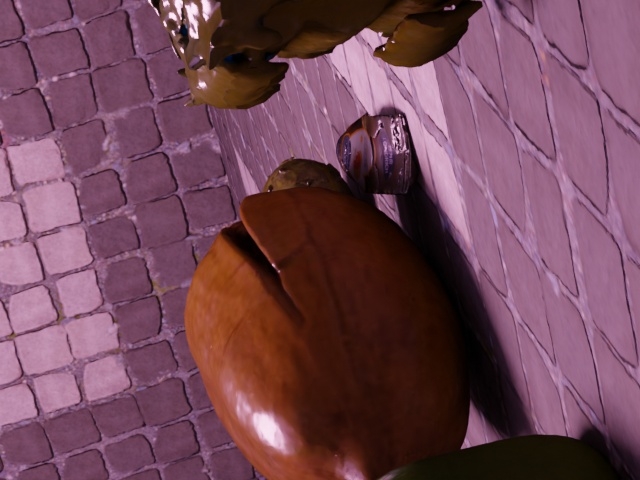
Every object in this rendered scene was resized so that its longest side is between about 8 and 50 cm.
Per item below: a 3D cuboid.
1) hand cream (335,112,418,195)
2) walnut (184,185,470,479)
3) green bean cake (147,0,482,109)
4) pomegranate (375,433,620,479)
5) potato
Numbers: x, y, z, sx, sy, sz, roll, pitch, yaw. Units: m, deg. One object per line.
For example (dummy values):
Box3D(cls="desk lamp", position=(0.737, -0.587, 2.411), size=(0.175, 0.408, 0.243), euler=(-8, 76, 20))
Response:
Box3D(cls="hand cream", position=(0.041, -0.068, 1.451), size=(0.163, 0.039, 0.062), euler=(-160, 69, -79))
Box3D(cls="walnut", position=(0.011, 0.091, 1.410), size=(0.336, 0.209, 0.209), euler=(-114, 10, -54))
Box3D(cls="green bean cake", position=(-0.068, -0.216, 0.925), size=(0.202, 0.285, 0.310), euler=(153, 98, -78))
Box3D(cls="pomegranate", position=(0.088, 0.255, 1.040), size=(0.358, 0.216, 0.310), euler=(92, 169, -65))
Box3D(cls="potato", position=(0.000, 0.000, 1.728), size=(0.117, 0.090, 0.225), euler=(62, 176, 27))
